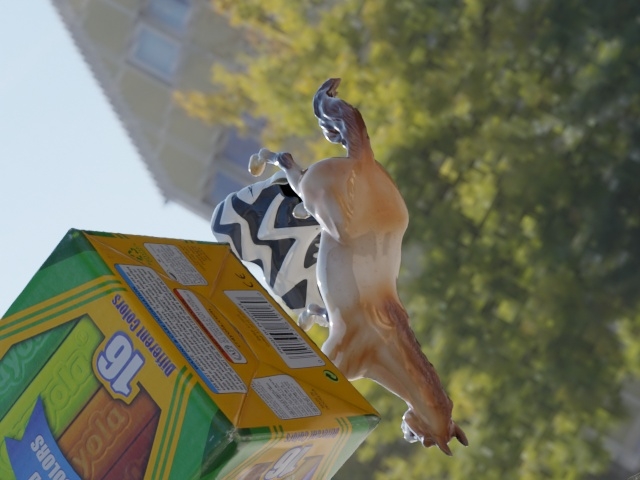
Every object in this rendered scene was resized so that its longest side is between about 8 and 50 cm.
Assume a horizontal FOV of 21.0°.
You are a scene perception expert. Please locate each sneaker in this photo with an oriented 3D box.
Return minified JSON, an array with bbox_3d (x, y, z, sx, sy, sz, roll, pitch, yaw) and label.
[{"bbox_3d":[0.000,0.000,2.087,0.153,0.235,0.094,-37,19,31],"label":"sneaker"}]

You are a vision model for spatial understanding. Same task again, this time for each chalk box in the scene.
[{"bbox_3d":[-0.141,0.157,1.112,0.289,0.180,0.179,-51,-26,18],"label":"chalk box"}]

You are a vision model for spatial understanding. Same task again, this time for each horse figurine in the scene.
[{"bbox_3d":[0.018,0.015,1.201,0.066,0.174,0.263,-6,-88,-30],"label":"horse figurine"}]

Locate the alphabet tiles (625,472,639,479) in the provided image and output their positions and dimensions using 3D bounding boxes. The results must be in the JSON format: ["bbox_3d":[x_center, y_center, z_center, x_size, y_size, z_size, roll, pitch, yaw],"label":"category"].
[{"bbox_3d":[0.436,0.232,1.635,0.342,0.285,0.011,-12,-81,-56],"label":"alphabet tiles"}]
